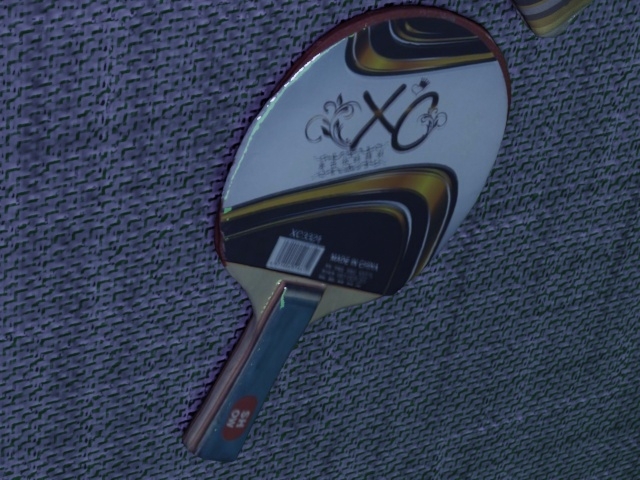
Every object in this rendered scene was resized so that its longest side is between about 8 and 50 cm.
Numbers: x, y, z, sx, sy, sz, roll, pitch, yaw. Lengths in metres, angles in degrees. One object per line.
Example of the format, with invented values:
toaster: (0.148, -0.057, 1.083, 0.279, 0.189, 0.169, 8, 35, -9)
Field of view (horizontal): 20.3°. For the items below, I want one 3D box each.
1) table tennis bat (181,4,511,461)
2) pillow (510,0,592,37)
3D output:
table tennis bat: (0.000, 0.000, 1.012, 0.173, 0.022, 0.301, 14, 113, -40)
pillow: (0.141, -0.225, 0.898, 0.208, 0.052, 0.212, -43, 136, 9)
